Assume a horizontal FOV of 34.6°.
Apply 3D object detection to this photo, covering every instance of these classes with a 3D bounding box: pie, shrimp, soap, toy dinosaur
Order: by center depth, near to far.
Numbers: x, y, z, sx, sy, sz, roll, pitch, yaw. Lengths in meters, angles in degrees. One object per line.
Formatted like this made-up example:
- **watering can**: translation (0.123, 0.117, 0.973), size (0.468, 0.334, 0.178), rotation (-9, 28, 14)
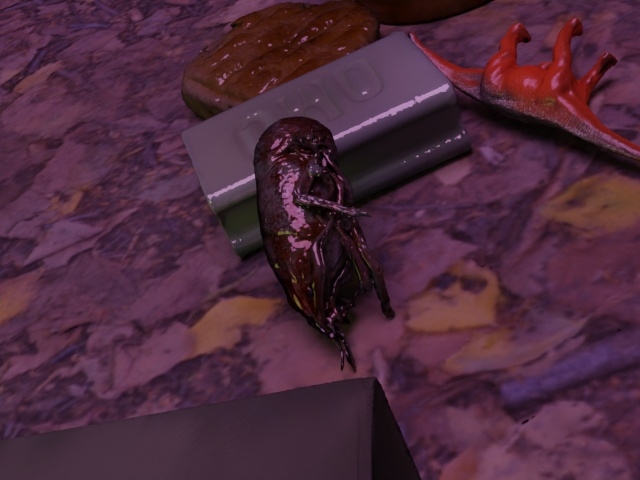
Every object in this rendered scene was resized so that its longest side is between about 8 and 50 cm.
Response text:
- **shrimp**: translation (-0.001, 0.000, 0.681), size (0.073, 0.075, 0.190), rotation (-15, 58, 2)
- **toy dinosaur**: translation (0.178, -0.112, 0.758), size (0.280, 0.055, 0.101), rotation (18, 62, 40)
- **soap**: translation (0.002, -0.078, 0.796), size (0.198, 0.066, 0.119), rotation (-25, 39, -3)
- **pie**: translation (-0.031, -0.164, 0.936), size (0.195, 0.046, 0.195), rotation (-15, 39, 13)

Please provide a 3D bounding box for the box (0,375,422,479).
- **box**: translation (-0.063, 0.155, 0.491), size (0.225, 0.129, 0.086), rotation (-13, 38, 14)

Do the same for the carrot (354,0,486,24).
- **carrot**: translation (0.075, -0.351, 0.940), size (0.196, 0.254, 0.196), rotation (-17, 40, 14)
